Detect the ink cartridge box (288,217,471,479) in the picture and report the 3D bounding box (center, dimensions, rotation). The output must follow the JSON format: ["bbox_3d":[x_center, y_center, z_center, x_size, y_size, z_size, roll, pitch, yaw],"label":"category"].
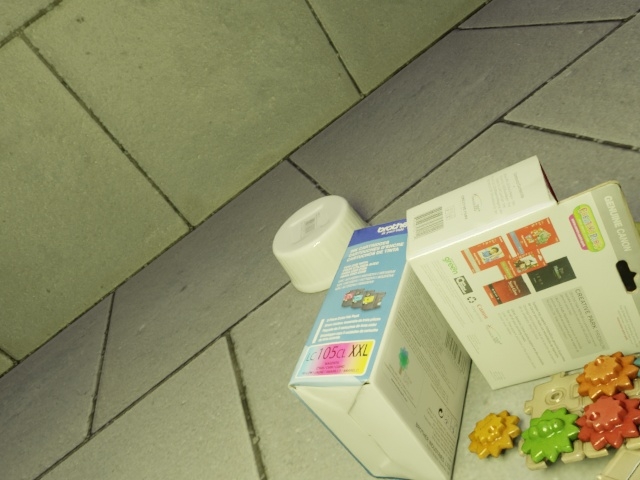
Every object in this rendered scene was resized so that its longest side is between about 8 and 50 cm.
[{"bbox_3d":[0.137,0.148,0.847,0.151,0.270,0.395,-11,37,36],"label":"ink cartridge box"}]

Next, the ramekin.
[{"bbox_3d":[0.000,0.000,1.403,0.277,0.135,0.277,-29,27,17],"label":"ramekin"}]

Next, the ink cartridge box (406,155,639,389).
[{"bbox_3d":[0.317,0.051,0.744,0.272,0.309,0.130,-23,30,25],"label":"ink cartridge box"}]

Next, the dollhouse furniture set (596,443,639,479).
[{"bbox_3d":[0.400,0.251,0.586,0.152,0.058,0.076,-41,-3,-17],"label":"dollhouse furniture set"}]

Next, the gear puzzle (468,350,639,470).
[{"bbox_3d":[0.337,0.216,0.679,0.339,0.044,0.175,-35,8,37],"label":"gear puzzle"}]

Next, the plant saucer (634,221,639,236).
[{"bbox_3d":[0.483,-0.001,0.787,0.241,0.241,0.037,-130,50,-64],"label":"plant saucer"}]
